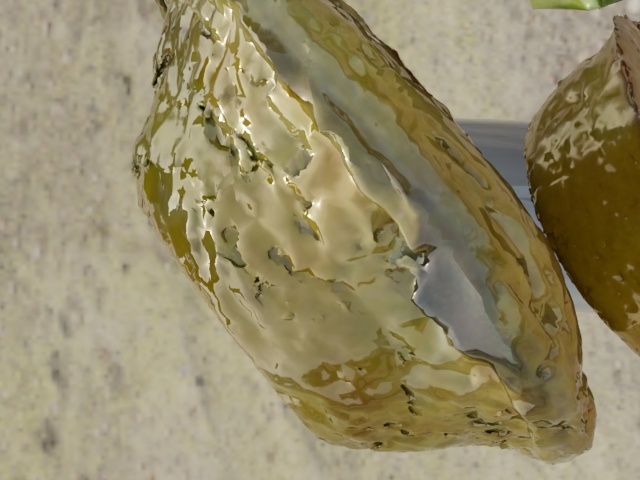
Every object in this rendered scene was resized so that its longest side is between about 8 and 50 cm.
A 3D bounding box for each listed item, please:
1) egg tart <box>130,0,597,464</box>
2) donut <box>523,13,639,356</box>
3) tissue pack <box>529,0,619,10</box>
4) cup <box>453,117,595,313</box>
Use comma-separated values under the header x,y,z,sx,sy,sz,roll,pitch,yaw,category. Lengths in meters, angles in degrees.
x,y,z,sx,sy,sz,roll,pitch,yaw,category
0.000,0.000,0.929,0.178,0.443,0.443,-40,46,-6,egg tart
0.246,-0.014,0.959,0.108,0.277,0.277,-34,62,28,donut
0.282,-0.400,1.464,0.200,0.167,0.274,-146,36,-73,tissue pack
0.224,-0.040,1.837,0.253,0.372,0.253,-175,90,-87,cup
